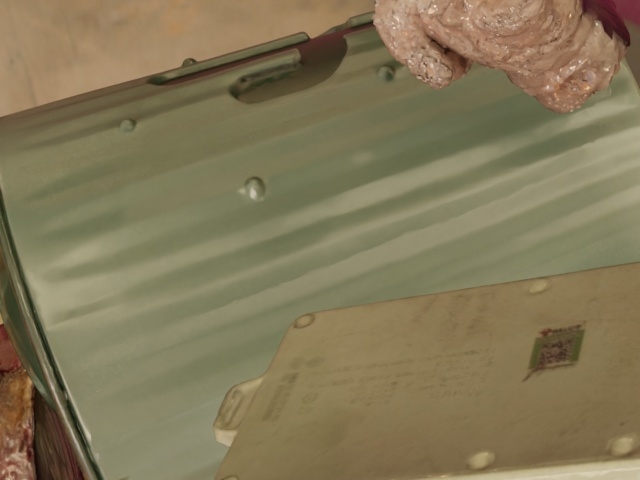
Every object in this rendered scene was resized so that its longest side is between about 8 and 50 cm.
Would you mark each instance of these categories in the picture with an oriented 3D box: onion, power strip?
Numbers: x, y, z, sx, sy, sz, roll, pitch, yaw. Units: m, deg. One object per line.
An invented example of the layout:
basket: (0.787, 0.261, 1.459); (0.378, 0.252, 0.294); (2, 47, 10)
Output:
onion: (-0.217, 0.161, 1.180); (0.098, 0.151, 0.206); (-11, 45, 4)
power strip: (0.082, 0.061, 0.628); (0.270, 0.046, 0.118); (-11, 33, 31)

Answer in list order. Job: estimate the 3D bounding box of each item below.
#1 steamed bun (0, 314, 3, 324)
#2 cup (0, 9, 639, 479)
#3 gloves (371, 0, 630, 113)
steamed bun: (-0.328, 0.089, 1.770); (0.155, 0.141, 0.172); (-14, 45, -6)
cup: (-0.005, -0.015, 1.114); (0.392, 0.310, 0.401); (-20, 46, -1)
gloves: (0.087, -0.118, 0.880); (0.144, 0.094, 0.110); (34, 33, -8)
